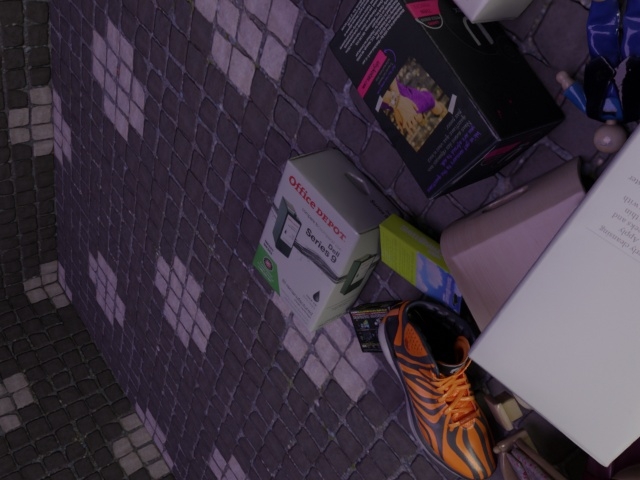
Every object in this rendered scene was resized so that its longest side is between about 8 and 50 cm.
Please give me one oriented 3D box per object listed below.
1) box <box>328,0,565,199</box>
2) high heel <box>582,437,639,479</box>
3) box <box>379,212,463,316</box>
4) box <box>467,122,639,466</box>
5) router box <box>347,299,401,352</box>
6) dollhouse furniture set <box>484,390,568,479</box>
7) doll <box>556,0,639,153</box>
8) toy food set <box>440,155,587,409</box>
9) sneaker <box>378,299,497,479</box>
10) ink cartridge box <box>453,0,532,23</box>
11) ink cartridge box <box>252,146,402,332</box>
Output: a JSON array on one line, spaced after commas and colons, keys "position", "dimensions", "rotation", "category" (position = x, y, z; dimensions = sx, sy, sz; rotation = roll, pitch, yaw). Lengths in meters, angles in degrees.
[{"position": [0.163, -0.216, 0.760], "dimensions": [0.270, 0.165, 0.143], "rotation": [59, 141, 11], "category": "box"}, {"position": [0.432, 0.338, 0.644], "dimensions": [0.377, 0.127, 0.182], "rotation": [-112, 13, -85], "category": "high heel"}, {"position": [0.175, 0.042, 0.942], "dimensions": [0.178, 0.042, 0.109], "rotation": [38, 156, 32], "category": "box"}, {"position": [0.334, 0.011, 0.557], "dimensions": [0.168, 0.215, 0.345], "rotation": [39, 123, 21], "category": "box"}, {"position": [0.117, 0.168, 1.102], "dimensions": [0.122, 0.038, 0.092], "rotation": [-14, 96, 52], "category": "router box"}, {"position": [0.310, 0.432, 0.757], "dimensions": [0.356, 0.173, 0.303], "rotation": [61, 176, -5], "category": "dollhouse furniture set"}, {"position": [0.338, -0.194, 0.657], "dimensions": [0.129, 0.046, 0.189], "rotation": [9, 121, 38], "category": "doll"}, {"position": [0.325, 0.071, 0.782], "dimensions": [0.219, 0.092, 0.306], "rotation": [-31, 84, 40], "category": "toy food set"}, {"position": [0.206, 0.244, 0.927], "dimensions": [0.321, 0.124, 0.180], "rotation": [59, 161, 11], "category": "sneaker"}, {"position": [0.189, -0.431, 0.668], "dimensions": [0.273, 0.114, 0.198], "rotation": [58, 141, 13], "category": "ink cartridge box"}, {"position": [0.000, 0.000, 1.095], "dimensions": [0.211, 0.121, 0.289], "rotation": [47, 137, 24], "category": "ink cartridge box"}]
